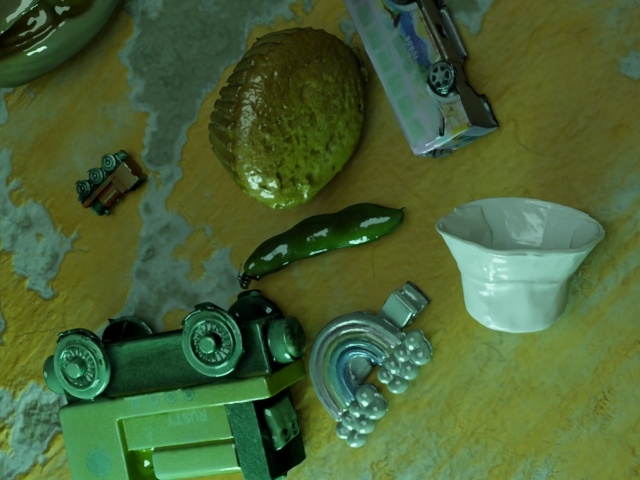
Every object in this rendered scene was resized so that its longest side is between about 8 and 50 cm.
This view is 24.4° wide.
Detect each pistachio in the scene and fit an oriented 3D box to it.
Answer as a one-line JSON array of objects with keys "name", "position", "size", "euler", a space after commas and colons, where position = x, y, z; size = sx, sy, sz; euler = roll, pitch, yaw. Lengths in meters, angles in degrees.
[{"name": "pistachio", "position": [-0.403, -0.333, 2.101], "size": [0.288, 0.197, 0.166], "euler": [-35, 119, 10]}]

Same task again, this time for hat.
[{"name": "hat", "position": [0.241, 0.035, 1.799], "size": [0.203, 0.203, 0.126], "euler": [9, 112, 25]}]

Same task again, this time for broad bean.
[{"name": "broad bean", "position": [-0.001, -0.003, 1.963], "size": [0.254, 0.046, 0.065], "euler": [-21, 55, 21]}]

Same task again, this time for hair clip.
[{"name": "hair clip", "position": [0.062, 0.152, 1.940], "size": [0.140, 0.054, 0.220], "euler": [42, 110, 12]}]

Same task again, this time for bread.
[{"name": "bread", "position": [-0.047, -0.159, 1.889], "size": [0.139, 0.240, 0.240], "euler": [19, 98, 33]}]

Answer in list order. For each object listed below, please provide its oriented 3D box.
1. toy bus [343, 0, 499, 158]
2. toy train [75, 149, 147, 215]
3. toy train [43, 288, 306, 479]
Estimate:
[{"name": "toy bus", "position": [0.122, -0.244, 1.886], "size": [0.112, 0.090, 0.274], "euler": [-30, 76, 31]}, {"name": "toy train", "position": [-0.301, -0.079, 2.109], "size": [0.103, 0.044, 0.064], "euler": [-43, 84, 19]}, {"name": "toy train", "position": [-0.189, 0.213, 2.000], "size": [0.397, 0.160, 0.253], "euler": [-11, 92, 25]}]
